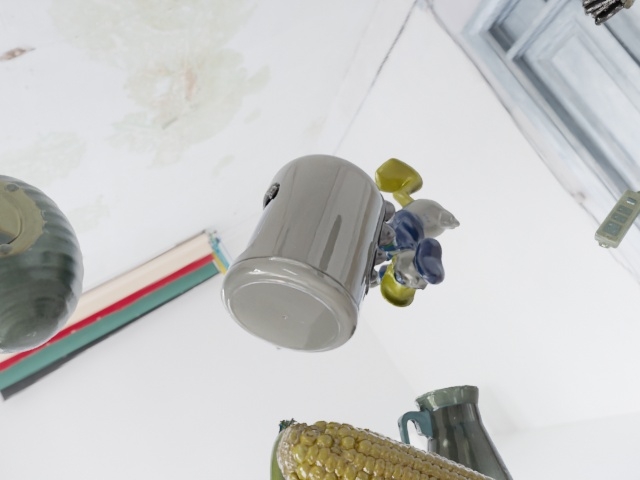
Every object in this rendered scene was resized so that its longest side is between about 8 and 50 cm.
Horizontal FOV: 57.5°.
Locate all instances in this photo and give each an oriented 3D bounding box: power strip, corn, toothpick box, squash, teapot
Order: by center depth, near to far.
[{"bbox_3d":[0.102,0.288,0.637,0.119,0.321,0.119,21,-90,-89],"label":"corn"},{"bbox_3d":[0.344,-0.027,0.667,0.083,0.027,0.017,-52,-33,-11],"label":"power strip"},{"bbox_3d":[-0.053,0.367,0.895,0.052,0.184,0.052,0,-26,0],"label":"squash"},{"bbox_3d":[0.000,0.000,0.933,0.229,0.229,0.317,-45,19,48],"label":"toothpick box"},{"bbox_3d":[0.250,0.399,1.101,0.203,0.225,0.171,4,-33,-20],"label":"teapot"}]

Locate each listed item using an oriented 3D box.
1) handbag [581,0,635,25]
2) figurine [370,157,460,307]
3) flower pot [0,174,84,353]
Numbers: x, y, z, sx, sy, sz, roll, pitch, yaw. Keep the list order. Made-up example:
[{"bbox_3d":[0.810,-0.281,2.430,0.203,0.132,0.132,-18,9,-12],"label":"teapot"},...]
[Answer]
[{"bbox_3d":[0.441,-0.402,0.649,0.288,0.152,0.342,-59,15,-20],"label":"handbag"},{"bbox_3d":[0.133,0.004,1.109,0.283,0.205,0.338,-25,22,-3],"label":"figurine"},{"bbox_3d":[-0.398,0.022,0.719,0.189,0.243,0.157,-21,-33,-35],"label":"flower pot"}]
